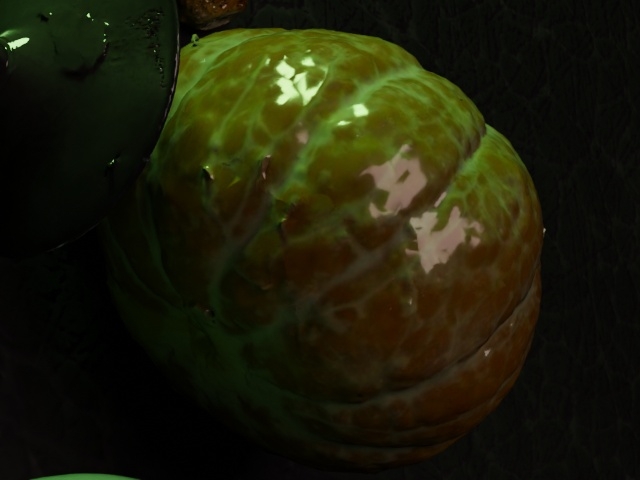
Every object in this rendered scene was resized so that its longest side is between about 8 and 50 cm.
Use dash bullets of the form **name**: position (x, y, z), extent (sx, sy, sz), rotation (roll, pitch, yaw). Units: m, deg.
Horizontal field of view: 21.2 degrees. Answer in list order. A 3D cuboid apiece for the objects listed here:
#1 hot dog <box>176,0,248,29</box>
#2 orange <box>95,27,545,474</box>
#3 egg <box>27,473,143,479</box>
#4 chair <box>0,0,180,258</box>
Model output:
- **hot dog**: position (-0.131, -0.309, 1.367), extent (0.083, 0.068, 0.289), rotation (-27, 95, -47)
- **orange**: position (0.000, 0.000, 1.159), extent (0.329, 0.329, 0.249), rotation (54, 55, -19)
- **egg**: position (-0.135, 0.221, 1.006), extent (0.231, 0.168, 0.168), rotation (16, 60, -41)
- **chair**: position (-0.285, -0.138, 0.921), extent (0.401, 0.227, 0.226), rotation (19, 58, -53)
